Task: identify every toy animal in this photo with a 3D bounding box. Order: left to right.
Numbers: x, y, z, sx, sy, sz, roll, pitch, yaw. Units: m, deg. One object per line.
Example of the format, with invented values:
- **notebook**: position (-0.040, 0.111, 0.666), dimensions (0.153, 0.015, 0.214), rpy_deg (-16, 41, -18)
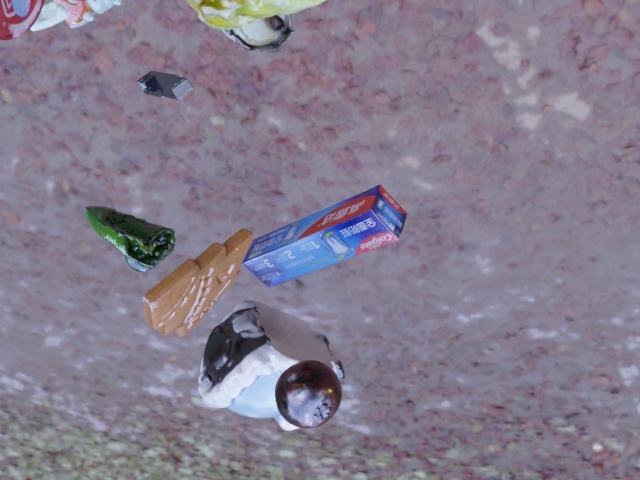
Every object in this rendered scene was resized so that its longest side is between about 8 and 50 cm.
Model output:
- **toy animal**: position (-0.079, 0.201, 1.137), dimensions (0.204, 0.208, 0.156), rpy_deg (25, 101, -22)

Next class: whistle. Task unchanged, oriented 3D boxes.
- **whistle**: position (-0.582, -0.570, 1.759), dimensions (0.253, 0.102, 0.106), rpy_deg (-24, 146, 2)

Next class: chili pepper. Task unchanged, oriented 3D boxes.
- **chili pepper**: position (-0.346, -0.016, 1.309), dimensions (0.216, 0.108, 0.062), rpy_deg (32, 117, 36)

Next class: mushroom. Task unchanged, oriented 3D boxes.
- **mushroom**: position (-0.155, -0.580, 1.587), dimensions (0.130, 0.247, 0.344), rpy_deg (31, 151, 34)

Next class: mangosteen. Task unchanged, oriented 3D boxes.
- **mangosteen**: position (-0.016, 0.176, 0.857), dimensions (0.081, 0.081, 0.081), rpy_deg (6, 142, 5)

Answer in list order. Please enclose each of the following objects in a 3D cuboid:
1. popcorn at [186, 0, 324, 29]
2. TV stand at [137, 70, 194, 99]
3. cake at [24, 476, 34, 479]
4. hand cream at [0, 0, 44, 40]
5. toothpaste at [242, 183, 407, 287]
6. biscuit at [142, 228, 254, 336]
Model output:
- **popcorn**: position (-0.065, -0.395, 0.924), dimensions (0.286, 0.174, 0.225), rpy_deg (-7, 114, 28)
- **TV stand**: position (-0.375, -0.373, 1.775), dimensions (0.256, 0.049, 0.040), rpy_deg (26, 152, 56)
- **cake**: position (-0.394, 0.401, 0.842), dimensions (0.158, 0.159, 0.262), rpy_deg (-3, 111, -20)
- **hand cream**: position (-0.425, -0.343, 0.837), dimensions (0.149, 0.230, 0.230), rpy_deg (9, 142, 9)
- **toothpaste**: position (-0.001, -0.001, 1.266), dimensions (0.320, 0.066, 0.076), rpy_deg (-22, 124, 40)
- **biscuit**: position (-0.252, 0.102, 1.470), dimensions (0.043, 0.306, 0.284), rpy_deg (41, 110, 13)
